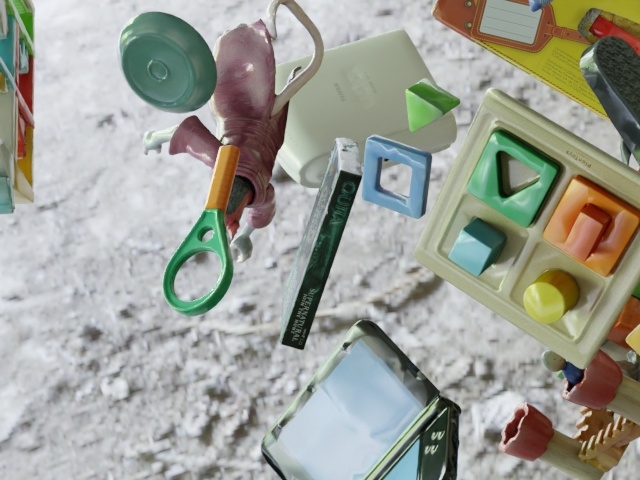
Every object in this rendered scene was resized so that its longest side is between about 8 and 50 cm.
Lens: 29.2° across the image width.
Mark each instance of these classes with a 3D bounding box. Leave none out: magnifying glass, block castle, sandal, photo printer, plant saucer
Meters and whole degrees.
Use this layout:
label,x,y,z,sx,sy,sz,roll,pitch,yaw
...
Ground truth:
label,x,y,z,sx,sy,sz,roll,pitch,yaw
magnifying glass,-0.137,-0.014,1.518,0.092,0.026,0.231,-3,60,29
block castle,0.433,0.115,1.880,0.213,0.303,0.453,28,56,-2
sandal,0.351,-0.096,1.295,0.097,0.054,0.254,-19,79,-39
photo printer,0.050,-0.228,2.140,0.307,0.107,0.256,-17,53,-7
plant saucer,-0.168,-0.183,1.301,0.119,0.119,0.021,10,36,20

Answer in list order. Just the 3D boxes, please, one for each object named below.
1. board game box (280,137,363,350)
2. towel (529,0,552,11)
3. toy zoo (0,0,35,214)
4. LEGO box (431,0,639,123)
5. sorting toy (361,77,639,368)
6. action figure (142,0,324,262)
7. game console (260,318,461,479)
label,x,y,z,sx,sy,sz,roll,pitch,yaw
board game box,0.000,0.000,1.215,0.026,0.186,0.126,17,19,-6
towel,0.246,-0.317,0.910,0.285,0.034,0.209,-29,61,18
toy zoo,-0.339,-0.165,1.305,0.030,0.192,0.293,-4,72,-1
LEGO box,0.424,-0.289,1.608,0.500,0.193,0.372,30,27,-2
sorting toy,0.174,-0.001,1.002,0.348,0.196,0.047,34,39,17
action figure,-0.100,-0.141,1.859,0.276,0.248,0.370,-28,37,30
game console,0.037,0.301,1.640,0.173,0.293,0.250,32,27,-9
